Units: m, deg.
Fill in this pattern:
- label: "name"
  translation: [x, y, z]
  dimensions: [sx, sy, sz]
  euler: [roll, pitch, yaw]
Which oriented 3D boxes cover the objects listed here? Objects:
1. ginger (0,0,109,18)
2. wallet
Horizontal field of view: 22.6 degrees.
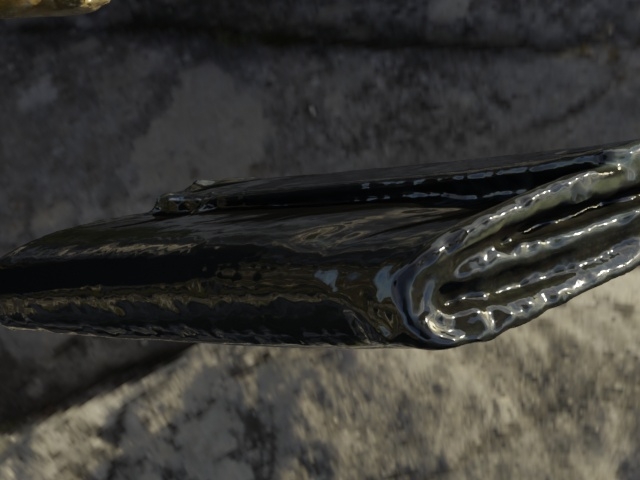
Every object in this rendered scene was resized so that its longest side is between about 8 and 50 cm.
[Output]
- label: "ginger"
  translation: [-0.184, -0.154, 0.976]
  dimensions: [0.137, 0.057, 0.044]
  euler: [-6, 76, -30]
- label: "wallet"
  translation: [0.000, -0.001, 0.876]
  dimensions: [0.228, 0.406, 0.062]
  euler: [-23, 103, -36]
